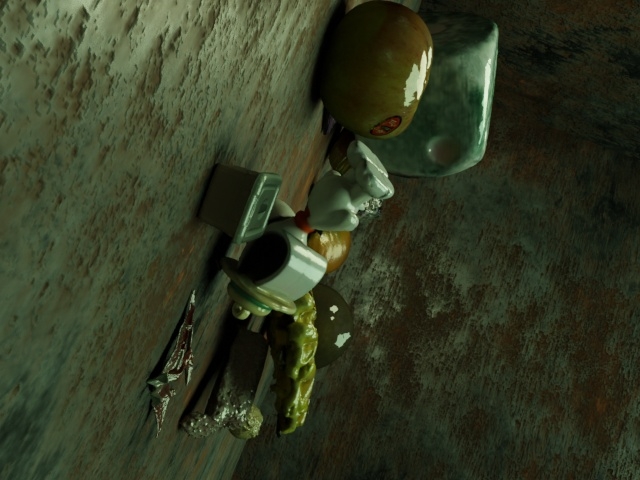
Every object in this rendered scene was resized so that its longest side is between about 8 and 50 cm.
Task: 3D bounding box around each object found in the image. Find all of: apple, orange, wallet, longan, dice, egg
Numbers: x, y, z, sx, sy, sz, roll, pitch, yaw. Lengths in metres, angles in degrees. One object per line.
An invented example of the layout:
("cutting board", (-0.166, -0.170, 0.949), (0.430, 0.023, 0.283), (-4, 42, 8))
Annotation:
("apple", (0.107, -0.317, 0.967), (0.261, 0.194, 0.261), (20, 90, -85))
("orange", (0.001, 0.004, 2.024), (0.310, 0.274, 0.274), (-18, 139, -42))
("wallet", (0.039, -0.324, 1.184), (0.166, 0.030, 0.111), (100, 12, -74))
("longan", (-0.033, 0.277, 1.668), (0.297, 0.297, 0.297), (22, 90, -86))
("dice", (0.276, -0.378, 1.335), (0.328, 0.330, 0.348), (-62, 154, -45))
("egg", (-0.239, 0.564, 1.609), (0.140, 0.116, 0.118), (112, -27, -73))

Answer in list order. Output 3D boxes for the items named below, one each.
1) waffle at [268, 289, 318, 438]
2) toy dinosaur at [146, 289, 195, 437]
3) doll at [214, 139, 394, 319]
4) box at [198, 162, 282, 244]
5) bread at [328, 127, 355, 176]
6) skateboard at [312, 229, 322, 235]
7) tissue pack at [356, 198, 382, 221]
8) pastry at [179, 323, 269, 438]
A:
("waffle", (-0.073, 0.205, 1.129), (0.380, 0.095, 0.382), (-111, -157, -60))
("toy dinosaur", (-0.198, 0.173, 0.693), (0.108, 0.032, 0.220), (-35, 144, -78))
("doll", (-0.026, -0.009, 0.727), (0.144, 0.271, 0.208), (29, 51, -44))
("box", (-0.097, -0.049, 0.627), (0.122, 0.062, 0.089), (-46, 157, -82))
("bread", (0.108, -0.279, 1.535), (0.114, 0.132, 0.190), (-48, -164, 56))
("skateboard", (0.021, -0.089, 1.844), (0.067, 0.080, 0.151), (74, 35, -73))
("tissue pack", (0.147, -0.231, 1.885), (0.245, 0.123, 0.332), (160, -59, -65))
("pastry", (-0.177, 0.293, 1.046), (0.103, 0.112, 0.265), (-61, -179, 46))
